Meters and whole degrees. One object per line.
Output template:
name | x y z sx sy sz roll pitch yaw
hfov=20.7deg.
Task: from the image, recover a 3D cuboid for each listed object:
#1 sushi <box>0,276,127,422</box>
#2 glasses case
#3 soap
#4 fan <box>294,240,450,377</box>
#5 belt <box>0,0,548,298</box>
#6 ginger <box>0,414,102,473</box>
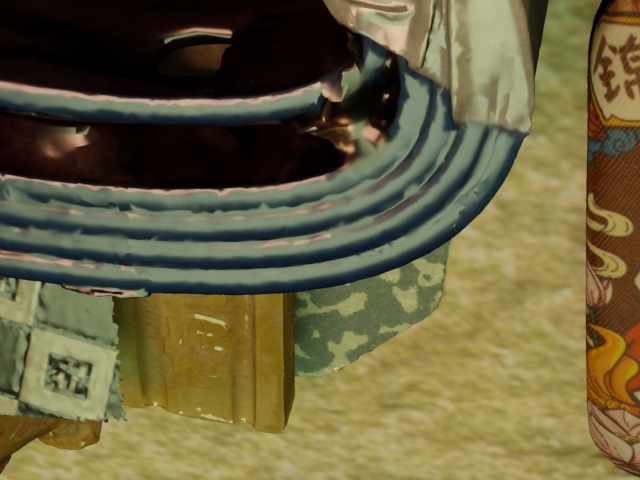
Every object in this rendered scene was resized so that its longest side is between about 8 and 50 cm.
sushi | -0.188 -0.050 0.814 0.192 0.043 0.279 2 116 9
glasses case | 0.180 0.005 0.784 0.122 0.082 0.321 4 137 13
soap | -0.058 -0.014 0.834 0.092 0.037 0.252 8 130 9
fan | 0.000 0.000 0.878 0.131 0.009 0.240 11 137 3
belt | -0.086 -0.097 0.684 0.347 0.117 0.212 6 119 8
ginger | -0.201 0.079 0.941 0.216 0.102 0.157 -34 149 21
